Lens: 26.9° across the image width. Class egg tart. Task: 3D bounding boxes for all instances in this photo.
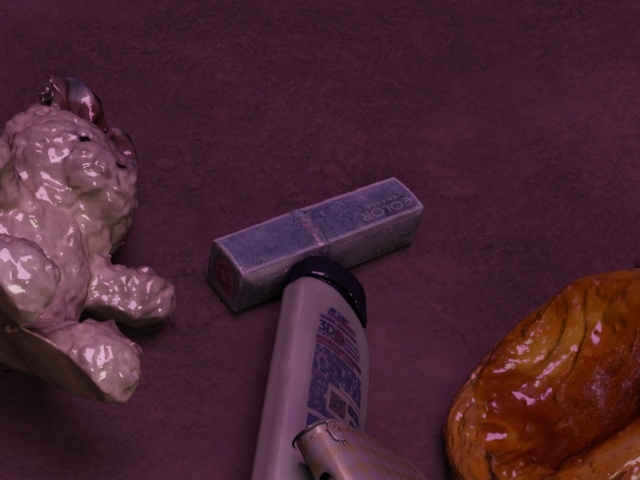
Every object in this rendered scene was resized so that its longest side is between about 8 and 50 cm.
[{"bbox_3d":[0.302,0.184,1.471,0.150,0.352,0.352,50,38,-27],"label":"egg tart"}]

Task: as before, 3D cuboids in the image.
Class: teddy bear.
[{"bbox_3d":[-0.259,-0.034,1.472,0.327,0.375,0.362,50,62,-24],"label":"teddy bear"}]

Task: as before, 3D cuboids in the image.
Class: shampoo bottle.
[{"bbox_3d":[0.000,0.175,1.478,0.134,0.078,0.359,40,34,-25],"label":"shampoo bottle"}]

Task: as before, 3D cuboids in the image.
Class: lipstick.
[{"bbox_3d":[0.000,0.000,1.665,0.289,0.076,0.077,-21,52,-31],"label":"lipstick"}]

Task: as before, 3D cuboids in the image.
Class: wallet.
[{"bbox_3d":[0.107,0.324,1.302,0.223,0.077,0.309,24,29,-53],"label":"wallet"}]

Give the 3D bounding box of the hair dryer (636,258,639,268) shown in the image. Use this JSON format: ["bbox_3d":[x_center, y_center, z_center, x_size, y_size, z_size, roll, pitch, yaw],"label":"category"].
[{"bbox_3d":[0.472,0.017,1.812,0.063,0.037,0.114,26,38,12],"label":"hair dryer"}]
